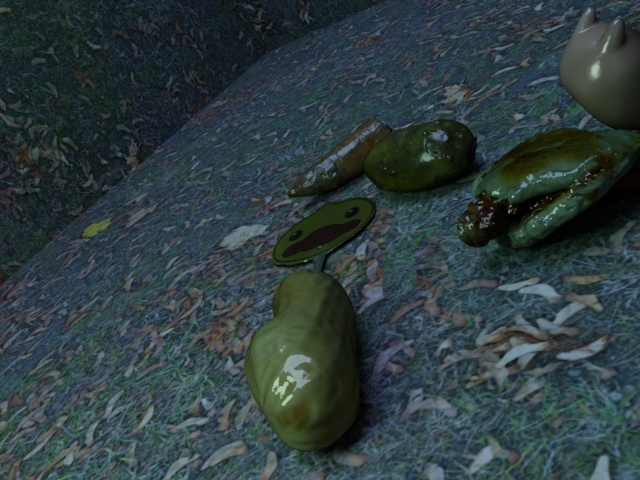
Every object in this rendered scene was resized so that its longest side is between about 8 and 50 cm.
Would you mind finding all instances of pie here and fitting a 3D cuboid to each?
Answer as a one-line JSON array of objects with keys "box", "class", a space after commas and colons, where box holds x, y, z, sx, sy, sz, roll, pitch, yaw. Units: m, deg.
[{"box": [0.329, -0.090, 0.993, 0.257, 0.105, 0.274, -25, 14, 29], "class": "pie"}]

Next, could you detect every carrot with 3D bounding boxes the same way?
[{"box": [0.041, -0.165, 1.509, 0.263, 0.102, 0.102, -33, 24, -2], "class": "carrot"}, {"box": [0.437, -0.084, 0.956, 0.142, 0.035, 0.035, 4, 41, 49], "class": "carrot"}]

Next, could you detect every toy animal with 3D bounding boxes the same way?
[{"box": [0.465, -0.236, 1.017, 0.250, 0.154, 0.166, 6, 33, -19], "class": "toy animal"}]

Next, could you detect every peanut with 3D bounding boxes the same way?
[{"box": [-0.024, 0.141, 0.923, 0.148, 0.147, 0.318, -24, 27, 14], "class": "peanut"}]

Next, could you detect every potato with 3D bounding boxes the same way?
[{"box": [0.180, -0.153, 1.304, 0.251, 0.113, 0.149, -15, 34, 50], "class": "potato"}]

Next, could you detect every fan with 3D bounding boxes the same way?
[{"box": [0.001, 0.001, 1.328, 0.230, 0.011, 0.335, -23, 23, 16], "class": "fan"}]
